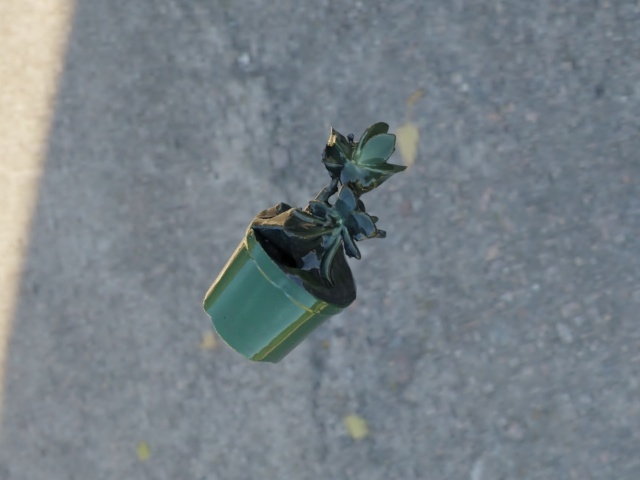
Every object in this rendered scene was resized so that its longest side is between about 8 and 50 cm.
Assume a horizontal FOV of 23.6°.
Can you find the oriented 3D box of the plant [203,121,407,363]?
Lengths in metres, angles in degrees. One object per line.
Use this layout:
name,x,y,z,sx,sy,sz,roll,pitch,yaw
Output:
plant,0.000,0.000,0.583,0.102,0.051,0.051,-50,63,24
